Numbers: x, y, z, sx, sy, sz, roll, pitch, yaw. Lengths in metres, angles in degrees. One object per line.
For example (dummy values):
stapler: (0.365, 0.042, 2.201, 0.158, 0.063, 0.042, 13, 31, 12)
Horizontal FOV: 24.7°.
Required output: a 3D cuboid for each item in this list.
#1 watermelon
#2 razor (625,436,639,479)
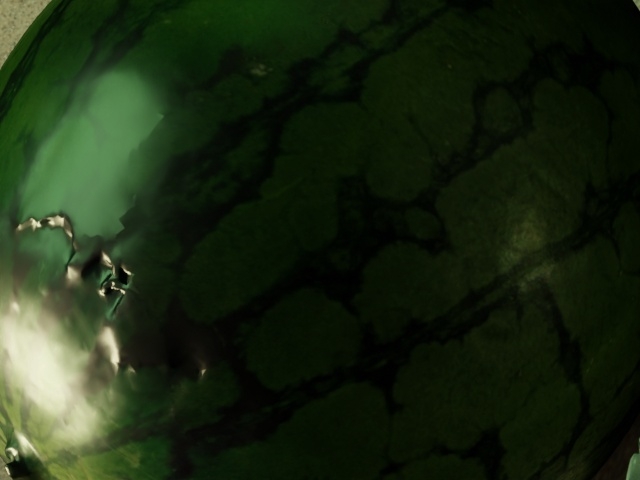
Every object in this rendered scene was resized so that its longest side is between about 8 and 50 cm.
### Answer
watermelon: (0.000, 0.000, 0.679, 0.363, 0.363, 0.363, -59, 14, 25)
razor: (0.134, 0.124, 0.605, 0.135, 0.068, 0.040, 115, 177, -67)
